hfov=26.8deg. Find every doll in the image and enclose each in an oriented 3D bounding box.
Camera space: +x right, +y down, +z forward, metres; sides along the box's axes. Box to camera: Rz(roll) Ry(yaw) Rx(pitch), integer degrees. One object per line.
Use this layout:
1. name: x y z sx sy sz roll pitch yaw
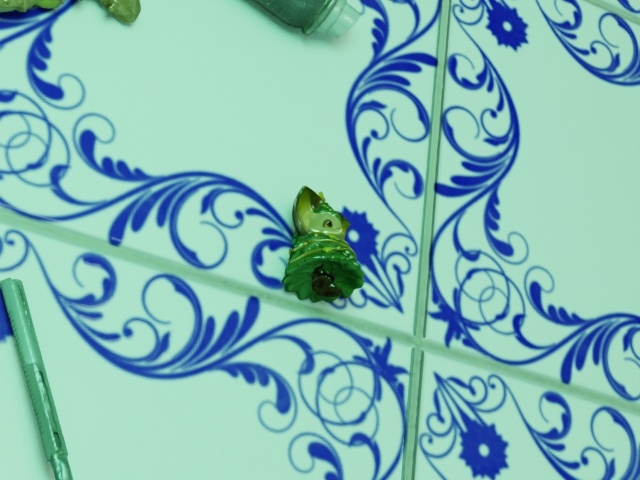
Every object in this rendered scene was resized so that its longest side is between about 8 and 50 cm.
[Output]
1. doll: -0.008 0.008 1.270 0.078 0.077 0.113 38 22 -41

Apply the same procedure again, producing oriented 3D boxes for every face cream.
1. face cream: -0.083 -0.294 1.329 0.283 0.073 0.073 34 57 -14

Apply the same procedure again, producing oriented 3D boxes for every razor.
1. razor: -0.229 0.129 1.095 0.084 0.036 0.211 -7 75 -34

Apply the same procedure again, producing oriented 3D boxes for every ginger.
1. ginger: -0.245 -0.238 1.227 0.173 0.051 0.069 -4 76 -29
